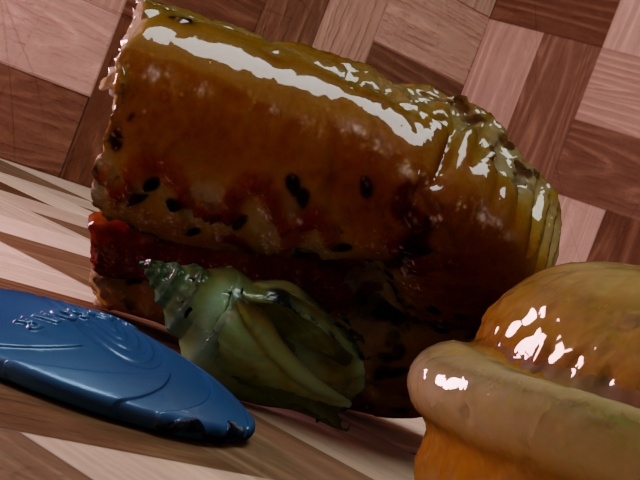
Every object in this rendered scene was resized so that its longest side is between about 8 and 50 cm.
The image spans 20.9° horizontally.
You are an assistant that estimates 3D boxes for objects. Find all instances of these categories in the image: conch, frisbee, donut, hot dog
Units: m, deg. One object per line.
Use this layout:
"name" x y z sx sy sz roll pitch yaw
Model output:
"conch" -0.045 0.071 1.251 0.201 0.095 0.079 21 29 -25
"frisbee" -0.149 0.065 1.086 0.242 0.045 0.242 22 0 0
"donut" 0.251 0.144 0.839 0.449 0.198 0.449 20 1 0
"hot dog" 0.000 0.000 1.357 0.365 0.196 0.367 15 -28 2
